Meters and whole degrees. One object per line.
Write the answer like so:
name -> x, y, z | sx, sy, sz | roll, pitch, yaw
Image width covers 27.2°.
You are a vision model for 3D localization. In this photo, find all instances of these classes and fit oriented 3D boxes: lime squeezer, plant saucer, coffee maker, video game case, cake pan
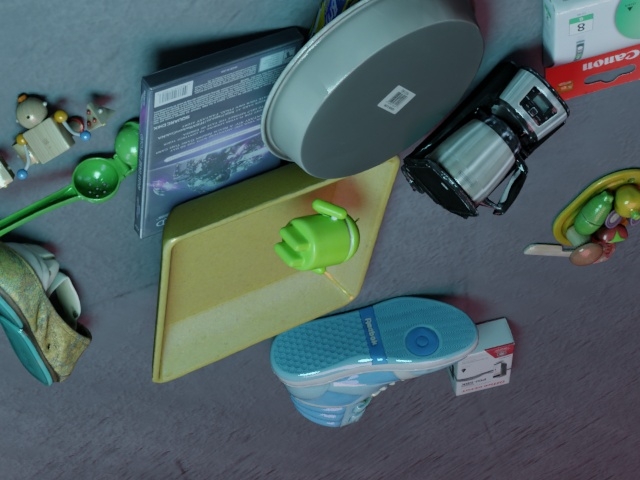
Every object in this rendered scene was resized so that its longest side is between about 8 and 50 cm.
lime squeezer -> -0.250, -0.101, 1.545 | 0.310, 0.059, 0.110 | -38, 149, 12
plant saucer -> -0.080, 0.017, 1.720 | 0.333, 0.081, 0.333 | -21, 150, -24
coffee maker -> 0.193, -0.129, 1.612 | 0.178, 0.171, 0.120 | -44, 126, -7
video game case -> -0.124, -0.121, 1.560 | 0.196, 0.026, 0.274 | -22, 151, -24
cake pan -> 0.069, -0.174, 1.501 | 0.293, 0.054, 0.293 | -30, 156, -14

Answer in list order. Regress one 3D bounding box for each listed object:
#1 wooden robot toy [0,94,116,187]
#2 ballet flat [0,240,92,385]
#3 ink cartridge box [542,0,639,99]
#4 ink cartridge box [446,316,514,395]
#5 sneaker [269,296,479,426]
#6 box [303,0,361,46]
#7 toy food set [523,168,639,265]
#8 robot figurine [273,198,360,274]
wooden robot toy -> -0.322, -0.130, 1.504 | 0.173, 0.076, 0.079 | -28, 109, 17
ballet flat -> -0.377, 0.071, 1.715 | 0.123, 0.123, 0.348 | -15, 149, -1
ink cartridge box -> 0.364, -0.242, 1.615 | 0.181, 0.056, 0.224 | -15, 145, 0
ink cartridge box -> 0.265, 0.194, 2.195 | 0.099, 0.056, 0.135 | -14, 146, -5
sneaker -> 0.090, 0.198, 2.074 | 0.319, 0.127, 0.208 | -7, 144, 4
box -> 0.030, -0.242, 1.475 | 0.059, 0.054, 0.169 | 1, 143, -23
toy food set -> 0.416, -0.012, 1.947 | 0.128, 0.071, 0.218 | 9, 139, -32
robot figurine -> 0.000, 0.000, 1.621 | 0.115, 0.067, 0.101 | -12, 133, -38
